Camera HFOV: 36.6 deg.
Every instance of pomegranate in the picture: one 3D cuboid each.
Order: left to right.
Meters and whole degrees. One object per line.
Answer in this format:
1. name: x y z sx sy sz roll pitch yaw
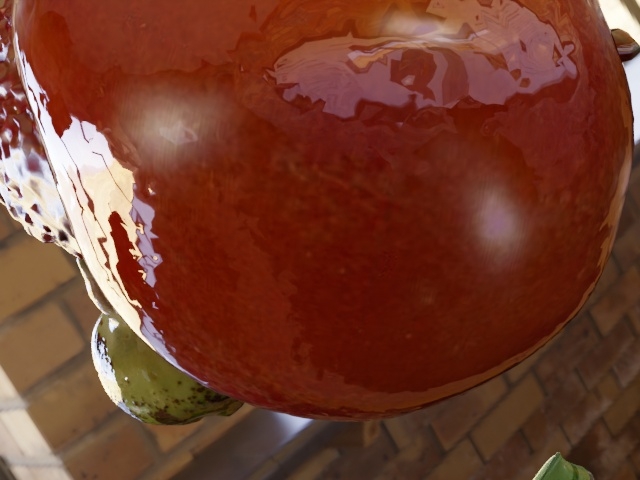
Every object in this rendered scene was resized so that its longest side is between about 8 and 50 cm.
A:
1. pomegranate: -0.179 0.105 1.133 0.222 0.204 0.276 -25 -29 11

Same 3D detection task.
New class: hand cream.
1. hand cream: 0.283 0.299 1.156 0.095 0.046 0.175 -54 -32 5

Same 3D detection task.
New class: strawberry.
1. strawberry: -0.187 -0.127 0.844 0.292 0.292 0.343 -31 7 -7

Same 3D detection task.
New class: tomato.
1. tomato: 0.004 -0.075 0.506 0.290 0.293 0.325 -11 48 -3
